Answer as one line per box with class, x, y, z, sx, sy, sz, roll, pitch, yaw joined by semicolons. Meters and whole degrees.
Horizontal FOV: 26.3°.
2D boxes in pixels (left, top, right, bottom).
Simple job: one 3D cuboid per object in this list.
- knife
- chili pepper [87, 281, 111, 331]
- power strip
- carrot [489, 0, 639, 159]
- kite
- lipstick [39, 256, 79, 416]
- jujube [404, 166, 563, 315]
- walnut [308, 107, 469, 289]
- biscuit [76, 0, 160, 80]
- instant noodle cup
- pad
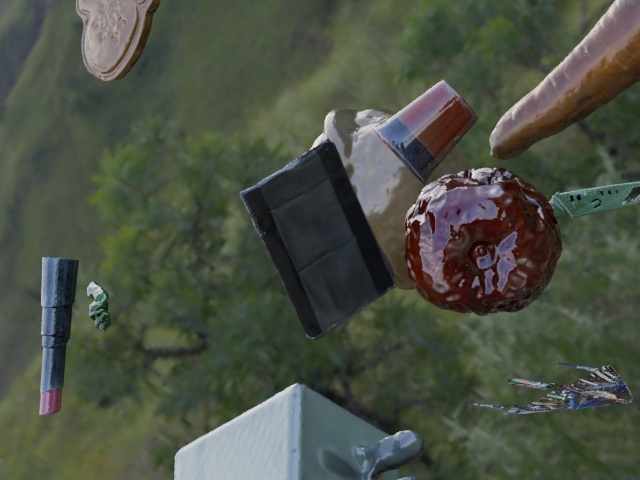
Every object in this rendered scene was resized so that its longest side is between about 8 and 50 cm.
knife;0.335;-0.047;1.944;0.293;0.043;0.020;-11;5;37
chili pepper;-0.226;0.066;1.404;0.027;0.022;0.083;-42;30;7
power strip;-0.011;0.224;1.206;0.224;0.140;0.139;-33;38;32
carrot;0.193;-0.123;0.935;0.209;0.061;0.061;-43;6;25
kite;0.261;0.155;1.439;0.183;0.160;0.010;-18;-74;-42
lipstick;-0.393;0.142;2.014;0.053;0.053;0.234;117;158;-86
jujube;0.218;0.004;1.837;0.213;0.213;0.232;-58;1;16
walnut;0.102;-0.077;2.477;0.381;0.381;0.381;-58;0;-1
biscuit;-0.241;-0.255;1.570;0.023;0.118;0.140;-5;-59;-52
instant noodle cup;0.172;-0.178;2.167;0.135;0.127;0.127;-43;0;3
pad;0.000;0.000;1.873;0.174;0.233;0.022;-34;16;-30
